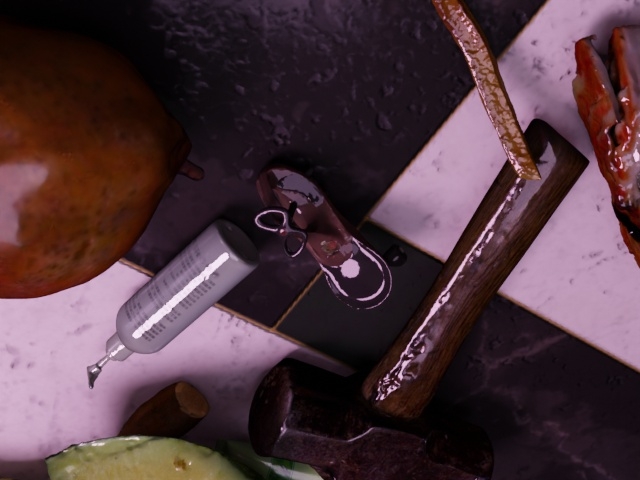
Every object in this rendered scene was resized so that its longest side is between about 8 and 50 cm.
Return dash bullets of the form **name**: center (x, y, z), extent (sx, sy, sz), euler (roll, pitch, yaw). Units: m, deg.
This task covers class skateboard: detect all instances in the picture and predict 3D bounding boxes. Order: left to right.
- **skateboard**: center (0.000, 0.000, 0.835), extent (0.151, 0.080, 0.067), euler (44, 117, -14)

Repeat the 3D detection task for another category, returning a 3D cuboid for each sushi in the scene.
- **sushi**: center (0.316, -0.042, 0.847), extent (0.130, 0.124, 0.332), euler (-21, 123, 14)

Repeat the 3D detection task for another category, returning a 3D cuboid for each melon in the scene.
- **melon**: center (-0.130, 0.289, 0.980), extent (0.196, 0.124, 0.323), euler (5, 150, 12)

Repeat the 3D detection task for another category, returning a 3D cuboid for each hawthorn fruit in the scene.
- **hawthorn fruit**: center (-0.200, -0.060, 0.717), extent (0.248, 0.208, 0.208), euler (-6, 127, -26)

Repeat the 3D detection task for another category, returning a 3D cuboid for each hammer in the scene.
- **hammer**: center (0.119, 0.070, 0.926), extent (0.242, 0.095, 0.409), euler (20, 113, -22)

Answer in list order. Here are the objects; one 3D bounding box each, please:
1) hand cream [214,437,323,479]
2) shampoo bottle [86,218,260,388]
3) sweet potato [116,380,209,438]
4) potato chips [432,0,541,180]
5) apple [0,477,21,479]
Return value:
- **hand cream**: center (-0.031, 0.250, 1.033), extent (0.175, 0.046, 0.095), euler (10, 131, -12)
- **shampoo bottle**: center (-0.140, 0.060, 0.880), extent (0.195, 0.056, 0.056), euler (-40, 122, 18)
- **sweet potato**: center (-0.165, 0.179, 0.960), extent (0.117, 0.049, 0.049), euler (-31, 124, 10)
- **potato chips**: center (0.128, -0.135, 0.788), extent (0.026, 0.037, 0.204), euler (-22, 112, 20)
- **apple**: center (-0.317, 0.353, 0.925), extent (0.279, 0.279, 0.279), euler (-5, 125, -7)
